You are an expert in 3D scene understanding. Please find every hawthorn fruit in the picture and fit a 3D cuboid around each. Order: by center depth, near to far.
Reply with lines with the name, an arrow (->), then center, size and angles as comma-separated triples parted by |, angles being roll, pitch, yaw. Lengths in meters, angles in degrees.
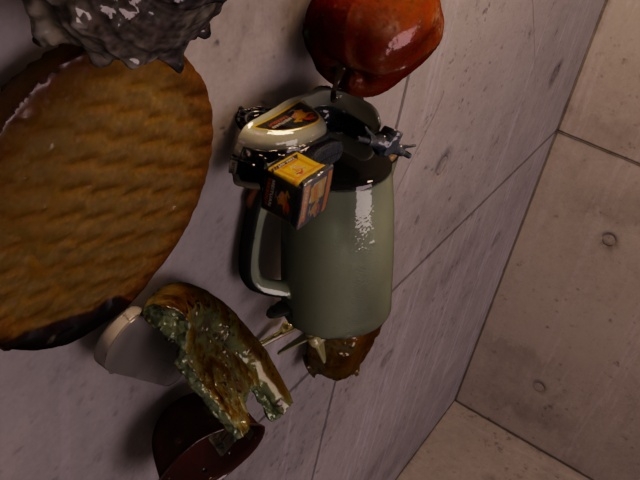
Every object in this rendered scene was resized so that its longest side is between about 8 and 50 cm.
hawthorn fruit -> 0.052, -0.237, 0.907 | 0.194, 0.156, 0.157 | -59, 159, -21

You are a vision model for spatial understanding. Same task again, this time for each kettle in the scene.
kettle -> 0.000, 0.000, 1.075 | 0.240, 0.165, 0.255 | -15, 129, -21

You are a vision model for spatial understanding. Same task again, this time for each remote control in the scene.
remote control -> -0.200, 0.130, 0.924 | 0.077, 0.022, 0.245 | -57, 164, -9

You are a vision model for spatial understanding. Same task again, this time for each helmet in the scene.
helmet -> -0.175, 0.267, 1.063 | 0.175, 0.106, 0.155 | -12, 141, -47

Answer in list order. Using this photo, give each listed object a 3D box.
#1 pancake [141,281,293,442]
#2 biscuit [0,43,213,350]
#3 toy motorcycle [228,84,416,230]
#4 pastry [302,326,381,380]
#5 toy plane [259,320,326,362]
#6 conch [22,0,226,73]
pancake -> -0.114, 0.148, 0.955 | 0.054, 0.198, 0.376 | -23, 155, 10
biscuit -> -0.210, -0.041, 0.713 | 0.318, 0.040, 0.318 | -50, 157, -30
toy motorcycle -> -0.002, -0.119, 0.929 | 0.263, 0.157, 0.091 | -37, 149, -44
pastry -> 0.053, 0.162, 1.453 | 0.229, 0.100, 0.218 | -60, 163, -20
toy plane -> 0.000, 0.117, 1.245 | 0.244, 0.228, 0.092 | -74, 141, -71
conch -> -0.128, -0.247, 0.513 | 0.240, 0.186, 0.313 | -37, 167, -35
